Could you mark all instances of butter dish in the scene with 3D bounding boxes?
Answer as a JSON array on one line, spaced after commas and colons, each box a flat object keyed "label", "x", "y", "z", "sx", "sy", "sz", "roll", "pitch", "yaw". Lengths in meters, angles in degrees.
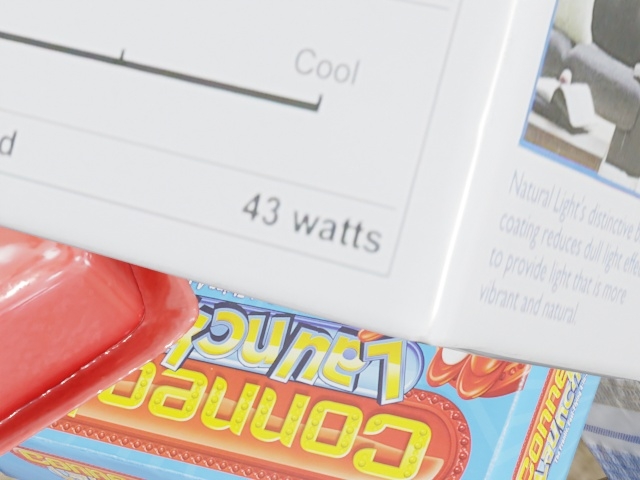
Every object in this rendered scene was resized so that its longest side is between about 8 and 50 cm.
[{"label": "butter dish", "x": -0.164, "y": 0.004, "z": 0.905, "sx": 0.160, "sy": 0.118, "sz": 0.160, "roll": -33, "pitch": 58, "yaw": -4}]

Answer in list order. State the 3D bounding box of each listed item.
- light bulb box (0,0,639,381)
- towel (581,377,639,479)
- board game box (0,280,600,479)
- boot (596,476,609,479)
[{"label": "light bulb box", "x": -0.034, "y": -0.175, "z": 0.598, "sx": 0.358, "sy": 0.225, "sz": 0.361, "roll": 15, "pitch": 90, "yaw": 26}, {"label": "towel", "x": 0.220, "y": 0.125, "z": 1.293, "sx": 0.034, "sy": 0.209, "sz": 0.285, "roll": -38, "pitch": 101, "yaw": -15}, {"label": "board game box", "x": 0.000, "y": 0.000, "z": 1.008, "sx": 0.308, "sy": 0.086, "sz": 0.302, "roll": 10, "pitch": 65, "yaw": 29}, {"label": "boot", "x": 0.146, "y": 0.289, "z": 1.408, "sx": 0.305, "sy": 0.115, "sz": 0.112, "roll": -43, "pitch": 92, "yaw": -3}]
